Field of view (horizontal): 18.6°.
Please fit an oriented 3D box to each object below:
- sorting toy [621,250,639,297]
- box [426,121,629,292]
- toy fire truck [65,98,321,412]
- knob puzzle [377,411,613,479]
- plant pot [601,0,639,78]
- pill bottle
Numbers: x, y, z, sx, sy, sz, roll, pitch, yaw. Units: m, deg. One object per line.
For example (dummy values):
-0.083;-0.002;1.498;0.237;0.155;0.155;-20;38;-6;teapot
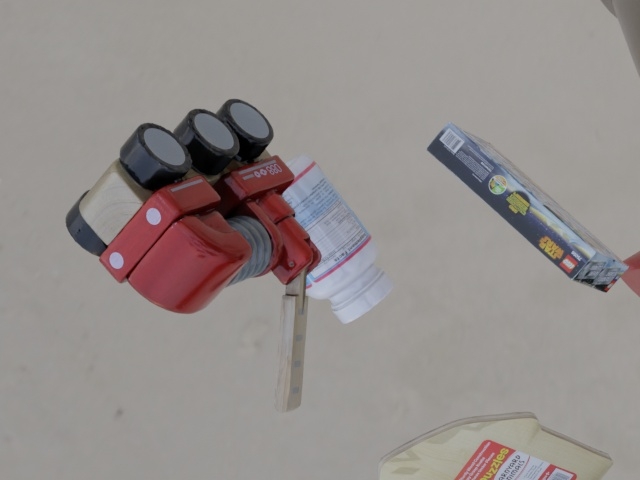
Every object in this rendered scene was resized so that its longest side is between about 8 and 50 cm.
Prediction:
0.453;0.078;1.755;0.365;0.127;0.126;33;81;14;sorting toy
0.140;-0.021;1.314;0.137;0.094;0.027;44;101;22;box
-0.082;0.026;1.716;0.246;0.217;0.158;49;119;11;toy fire truck
0.133;0.219;1.726;0.213;0.030;0.213;-6;124;-9;knob puzzle
0.355;-0.137;1.388;0.323;0.280;0.323;0;157;0;plant pot
0.000;0.000;1.922;0.087;0.087;0.160;-34;98;21;pill bottle
